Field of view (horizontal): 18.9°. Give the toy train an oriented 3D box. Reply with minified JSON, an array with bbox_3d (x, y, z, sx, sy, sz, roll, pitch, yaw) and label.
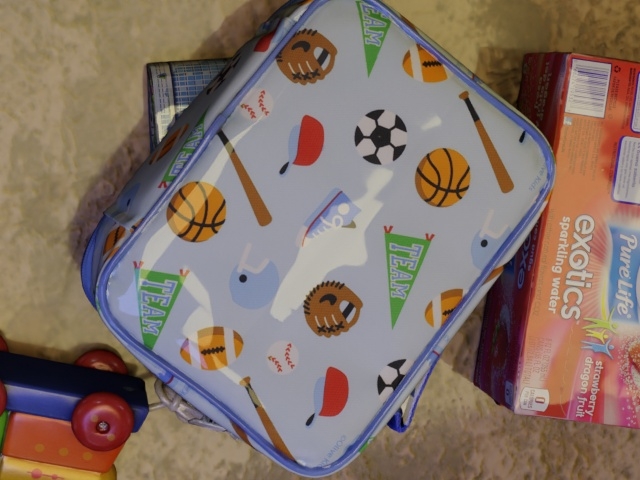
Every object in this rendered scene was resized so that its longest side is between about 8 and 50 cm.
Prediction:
[{"bbox_3d":[-0.161,0.158,1.344,0.248,0.105,0.143,12,105,-12],"label":"toy train"}]

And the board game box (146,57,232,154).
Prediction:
[{"bbox_3d":[-0.066,-0.031,1.354,0.194,0.060,0.194,-5,98,-10],"label":"board game box"}]

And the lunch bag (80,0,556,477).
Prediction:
[{"bbox_3d":[0.000,0.000,1.282,0.243,0.115,0.303,39,87,-15],"label":"lunch bag"}]

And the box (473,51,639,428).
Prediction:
[{"bbox_3d":[0.200,-0.001,1.371,0.128,0.122,0.257,7,94,-9],"label":"box"}]
